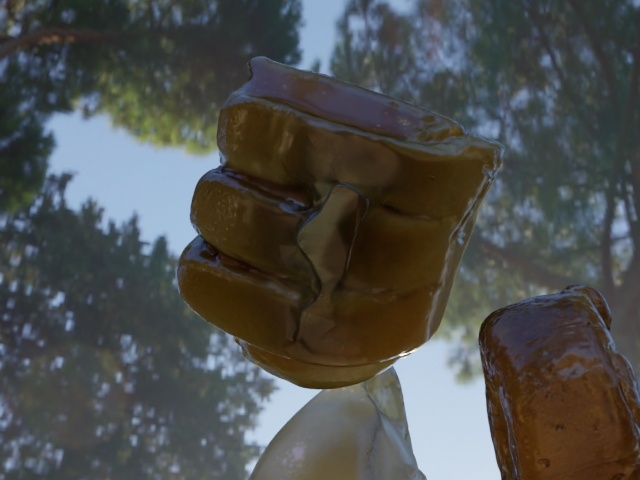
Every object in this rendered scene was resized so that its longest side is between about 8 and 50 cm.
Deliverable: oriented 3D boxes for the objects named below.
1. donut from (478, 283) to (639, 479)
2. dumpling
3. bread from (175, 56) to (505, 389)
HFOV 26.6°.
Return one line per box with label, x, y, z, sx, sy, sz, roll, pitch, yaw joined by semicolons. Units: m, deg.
donut;0.203;0.153;1.126;0.114;0.226;0.226;-10;-49;0
dumpling;0.038;0.346;1.653;0.233;0.395;0.315;-3;-35;25
bread;0.000;0.000;1.419;0.301;0.210;0.341;24;-75;5
